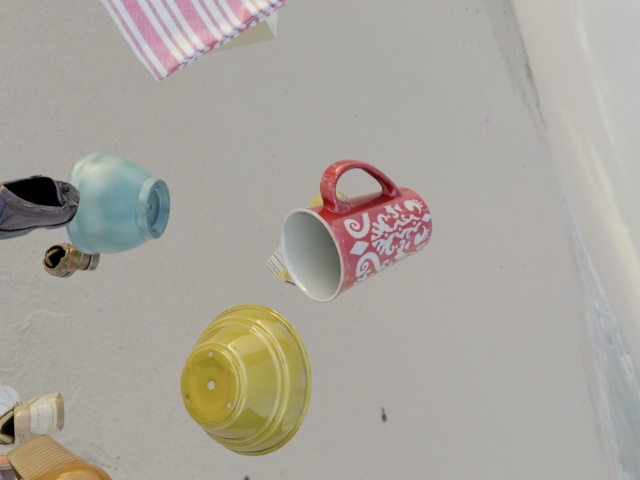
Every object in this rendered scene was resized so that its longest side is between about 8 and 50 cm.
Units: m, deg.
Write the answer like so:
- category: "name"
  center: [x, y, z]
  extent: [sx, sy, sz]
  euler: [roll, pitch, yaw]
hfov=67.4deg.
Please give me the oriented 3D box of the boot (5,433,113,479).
- category: "boot"
  center: [-0.337, 0.346, 0.471]
  extent: [0.295, 0.211, 0.104]
  euler: [-38, 140, -39]

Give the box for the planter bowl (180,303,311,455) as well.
- category: "planter bowl"
  center: [-0.127, 0.197, 0.671]
  extent: [0.090, 0.217, 0.217]
  euler: [15, 58, -61]

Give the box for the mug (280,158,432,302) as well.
- category: "mug"
  center: [0.057, -0.016, 0.579]
  extent: [0.169, 0.150, 0.113]
  euler: [-19, 60, -36]

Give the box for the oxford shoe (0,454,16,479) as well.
- category: "oxford shoe"
  center: [-0.552, 0.413, 0.656]
  extent: [0.133, 0.363, 0.130]
  euler: [61, 10, 25]

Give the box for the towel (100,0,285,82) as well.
- category: "towel"
  center: [-0.147, -0.293, 0.546]
  extent: [0.144, 0.197, 0.029]
  euler: [56, -9, -12]

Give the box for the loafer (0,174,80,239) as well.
- category: "loafer"
  center: [-0.550, -0.081, 0.944]
  extent: [0.109, 0.095, 0.302]
  euler: [40, 12, -9]

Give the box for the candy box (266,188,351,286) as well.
- category: "candy box"
  center: [0.000, 0.000, 0.873]
  extent: [0.109, 0.187, 0.053]
  euler: [27, 15, -47]

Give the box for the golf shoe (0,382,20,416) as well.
- category: "golf shoe"
  center: [-1.006, 0.482, 1.444]
  extent: [0.140, 0.115, 0.306]
  euler: [49, -18, 37]

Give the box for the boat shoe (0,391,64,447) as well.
- category: "boat shoe"
  center: [-0.724, 0.439, 1.162]
  extent: [0.110, 0.341, 0.122]
  euler: [2, 63, -44]

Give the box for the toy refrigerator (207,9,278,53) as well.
- category: "toy refrigerator"
  center: [-0.237, -0.490, 1.061]
  extent: [0.102, 0.269, 0.094]
  euler: [45, 44, -62]

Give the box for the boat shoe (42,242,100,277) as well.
- category: "boat shoe"
  center: [-0.818, 0.052, 1.520]
  extent: [0.104, 0.307, 0.111]
  euler: [15, 69, -48]

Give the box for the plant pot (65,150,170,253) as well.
- category: "plant pot"
  center: [-0.550, -0.097, 1.361]
  extent: [0.293, 0.196, 0.293]
  euler: [5, 90, -86]
